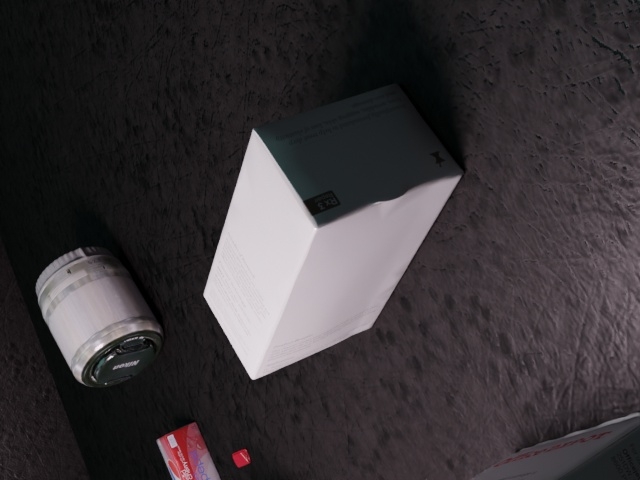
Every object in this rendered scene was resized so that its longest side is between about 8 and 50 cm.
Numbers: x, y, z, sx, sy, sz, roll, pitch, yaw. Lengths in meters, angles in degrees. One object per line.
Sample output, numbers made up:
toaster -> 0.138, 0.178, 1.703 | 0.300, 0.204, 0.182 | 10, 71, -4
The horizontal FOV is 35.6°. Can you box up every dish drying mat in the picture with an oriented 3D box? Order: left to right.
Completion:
dish drying mat -> -0.166, 0.457, 2.090 | 0.032, 0.008, 0.083 | 64, 152, 8

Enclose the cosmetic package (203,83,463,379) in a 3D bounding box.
cosmetic package -> 0.000, 0.000, 1.273 | 0.156, 0.217, 0.385 | 56, 148, 23

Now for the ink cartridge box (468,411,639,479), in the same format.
ink cartridge box -> 0.167, 0.353, 1.022 | 0.166, 0.394, 0.285 | 62, 152, 8

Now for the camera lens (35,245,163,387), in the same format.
camera lens -> -0.503, 0.179, 2.273 | 0.274, 0.219, 0.219 | 54, 148, 27

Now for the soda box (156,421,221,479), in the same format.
soda box -> -0.280, 0.555, 2.279 | 0.263, 0.083, 0.092 | 65, 152, 8
